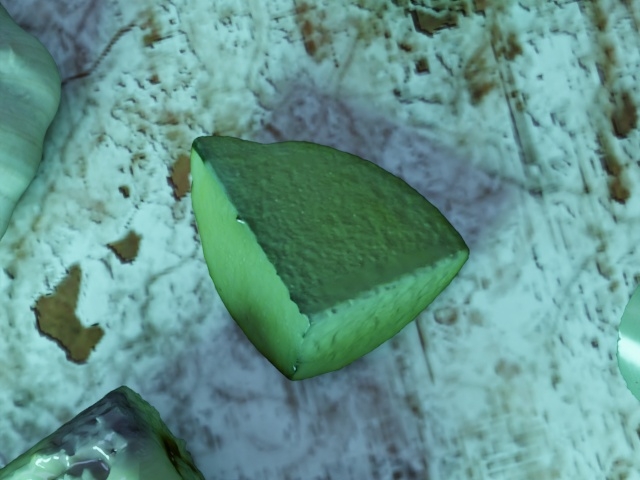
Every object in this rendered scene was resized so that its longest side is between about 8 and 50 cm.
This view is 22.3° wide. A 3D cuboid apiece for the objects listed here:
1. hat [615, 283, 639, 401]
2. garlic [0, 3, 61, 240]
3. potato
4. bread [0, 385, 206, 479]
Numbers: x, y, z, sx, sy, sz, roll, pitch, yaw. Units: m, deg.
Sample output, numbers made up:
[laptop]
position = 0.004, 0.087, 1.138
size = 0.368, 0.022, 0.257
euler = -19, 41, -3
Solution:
[hat]
position = 0.258, 0.061, 0.936
size = 0.166, 0.081, 0.122
euler = 27, 83, 20
[garlic]
position = -0.262, -0.087, 0.942
size = 0.199, 0.226, 0.199
euler = -2, 75, 7
[potato]
position = 0.000, 0.000, 0.987
size = 0.120, 0.081, 0.149
euler = -19, 59, -27
[bread]
position = -0.193, 0.245, 0.917
size = 0.338, 0.155, 0.187
euler = -34, 87, -2
